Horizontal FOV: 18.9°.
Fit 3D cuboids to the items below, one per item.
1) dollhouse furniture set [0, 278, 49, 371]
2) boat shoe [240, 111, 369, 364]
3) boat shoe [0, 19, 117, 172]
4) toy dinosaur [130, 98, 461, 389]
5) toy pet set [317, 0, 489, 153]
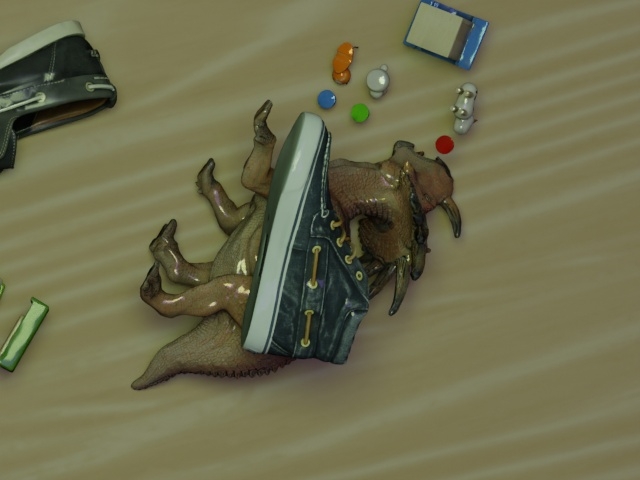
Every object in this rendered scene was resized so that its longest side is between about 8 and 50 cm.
[{"bbox_3d":[-0.288,0.039,1.482,0.151,0.076,0.058,31,80,-5],"label":"dollhouse furniture set"},{"bbox_3d":[0.000,0.000,1.416,0.083,0.065,0.183,11,101,-10],"label":"boat shoe"},{"bbox_3d":[-0.270,-0.085,1.494,0.233,0.084,0.079,-30,89,-13],"label":"boat shoe"},{"bbox_3d":[-0.020,0.024,1.505,0.200,0.127,0.296,35,86,-10],"label":"toy dinosaur"},{"bbox_3d":[0.080,-0.139,1.570,0.122,0.065,0.114,24,97,17],"label":"toy pet set"}]
